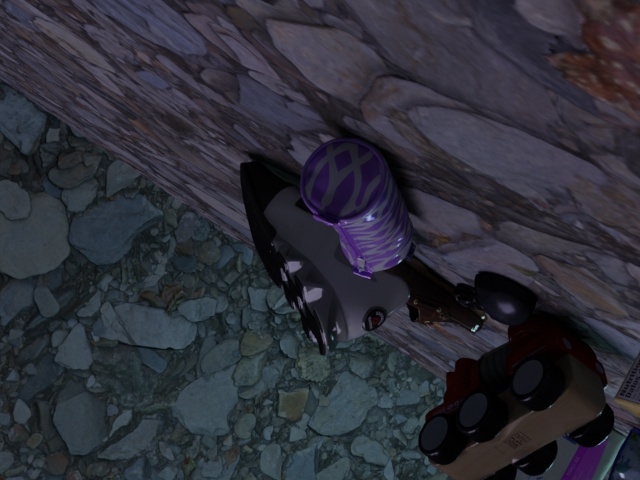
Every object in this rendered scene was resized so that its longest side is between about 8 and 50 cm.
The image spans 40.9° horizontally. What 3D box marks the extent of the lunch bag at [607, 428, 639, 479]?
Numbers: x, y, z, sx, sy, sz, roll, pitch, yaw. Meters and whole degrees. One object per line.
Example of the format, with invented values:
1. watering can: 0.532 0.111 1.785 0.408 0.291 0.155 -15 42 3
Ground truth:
1. lunch bag: 0.531 0.407 1.420 0.096 0.151 0.129 26 170 41

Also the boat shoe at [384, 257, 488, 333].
1. boat shoe: 0.143 0.081 1.192 0.207 0.073 0.073 34 172 -22

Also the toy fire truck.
1. toy fire truck: 0.243 0.167 1.064 0.158 0.217 0.246 35 -146 -22

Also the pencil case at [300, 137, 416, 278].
1. pencil case: 0.038 -0.027 0.845 0.086 0.088 0.206 27 171 21

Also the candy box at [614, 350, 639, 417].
1. candy box: 0.373 0.147 0.597 0.183 0.087 0.316 33 172 -9

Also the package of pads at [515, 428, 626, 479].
1. package of pads: 0.385 0.390 1.615 0.296 0.229 0.101 32 173 5

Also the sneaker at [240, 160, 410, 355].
1. sneaker: 0.000 0.000 1.096 0.330 0.146 0.122 56 161 40

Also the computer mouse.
1. computer mouse: 0.201 0.077 1.048 0.071 0.041 0.242 31 173 0
